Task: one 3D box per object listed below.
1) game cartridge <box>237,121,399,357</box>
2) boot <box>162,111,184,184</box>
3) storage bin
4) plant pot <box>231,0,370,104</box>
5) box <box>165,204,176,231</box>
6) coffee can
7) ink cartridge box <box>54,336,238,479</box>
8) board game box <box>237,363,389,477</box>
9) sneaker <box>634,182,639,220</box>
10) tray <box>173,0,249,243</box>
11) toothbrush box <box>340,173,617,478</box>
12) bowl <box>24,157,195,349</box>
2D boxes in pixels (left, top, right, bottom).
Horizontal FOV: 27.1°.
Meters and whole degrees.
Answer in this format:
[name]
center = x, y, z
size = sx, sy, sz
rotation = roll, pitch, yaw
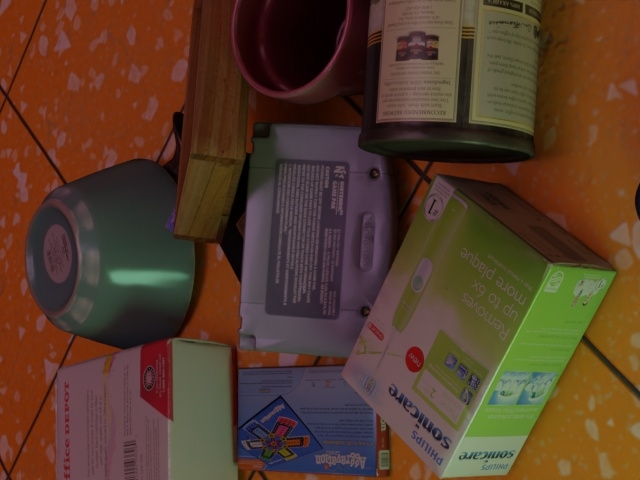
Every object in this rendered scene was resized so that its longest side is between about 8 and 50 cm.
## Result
[game cartridge]
center = 0.000, 0.000, 1.699
size = 0.198, 0.062, 0.297
rotation = 4, 89, 9
[boot]
center = -0.233, -0.128, 2.064
size = 0.114, 0.037, 0.106
rotation = -43, 55, 42
[storage bin]
center = -0.074, -0.022, 1.835
size = 0.122, 0.084, 0.180
rotation = -53, 49, 30
[plant pot]
center = 0.017, -0.264, 1.677
size = 0.201, 0.180, 0.201
rotation = -6, 81, 39
[box]
center = -0.173, -0.056, 1.913
size = 0.028, 0.136, 0.081
rotation = 35, 114, 16
[coffee can]
center = 0.153, -0.236, 1.519
size = 0.201, 0.201, 0.275
rotation = 1, 86, 48
[ink cartridge box]
center = -0.262, 0.279, 1.973
size = 0.306, 0.131, 0.226
rotation = -17, 70, 48
[board game box]
center = -0.014, 0.240, 1.780
size = 0.281, 0.027, 0.145
rotation = -7, 79, 48
[sneaker]
center = 0.414, -0.061, 1.257
size = 0.319, 0.131, 0.112
rotation = -12, 78, 47
[tray]
center = -0.140, -0.223, 1.797
size = 0.203, 0.076, 0.411
rotation = 112, 162, -56
[toothbrush box]
center = 0.173, 0.097, 1.518
size = 0.206, 0.122, 0.283
rotation = 44, 119, 42
[bowl]
center = -0.346, 0.028, 2.053
size = 0.311, 0.163, 0.311
rotation = 4, 95, 51
